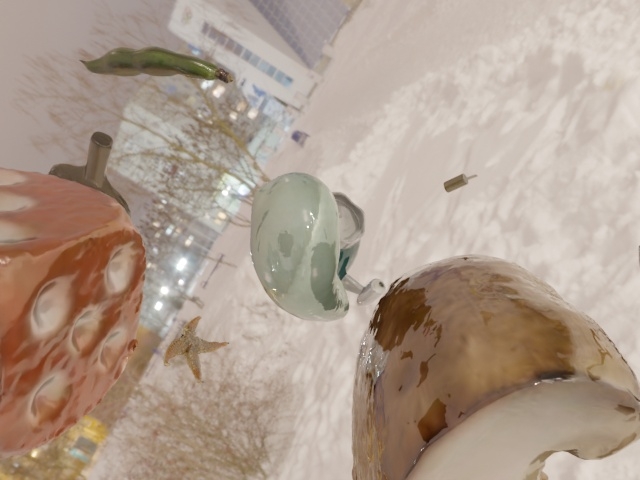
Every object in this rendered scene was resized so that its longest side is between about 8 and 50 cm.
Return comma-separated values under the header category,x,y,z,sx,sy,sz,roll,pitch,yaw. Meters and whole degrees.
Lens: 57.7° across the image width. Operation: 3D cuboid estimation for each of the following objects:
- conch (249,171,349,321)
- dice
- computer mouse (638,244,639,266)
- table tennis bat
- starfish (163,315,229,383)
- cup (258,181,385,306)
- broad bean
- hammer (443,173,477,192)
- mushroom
category,x,y,z,sx,sy,sz,roll,pitch,yaw
conch,-0.029,0.015,0.774,0.185,0.121,0.221,-88,-8,-60
dice,-0.257,0.049,0.455,0.179,0.174,0.175,-44,-30,-64
computer mouse,0.578,0.081,0.814,0.269,0.170,0.100,28,113,55
table tennis bat,-0.316,-0.070,0.805,0.234,0.131,0.022,-47,15,51
starfish,-0.353,0.312,1.618,0.050,0.138,0.247,-37,11,25
cup,0.000,0.000,1.070,0.167,0.300,0.173,-45,-5,-42
broad bean,-0.283,-0.297,0.973,0.060,0.298,0.043,63,-139,-57
hammer,0.240,-0.100,0.961,0.035,0.019,0.110,-25,-3,35
mushroom,0.125,0.121,0.612,0.397,0.224,0.313,-99,0,-56
